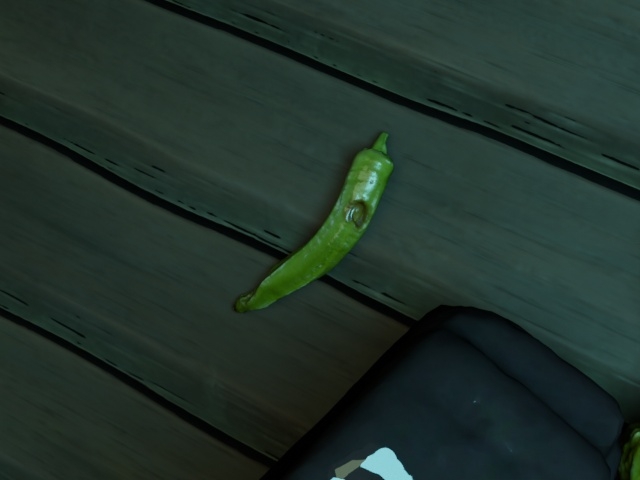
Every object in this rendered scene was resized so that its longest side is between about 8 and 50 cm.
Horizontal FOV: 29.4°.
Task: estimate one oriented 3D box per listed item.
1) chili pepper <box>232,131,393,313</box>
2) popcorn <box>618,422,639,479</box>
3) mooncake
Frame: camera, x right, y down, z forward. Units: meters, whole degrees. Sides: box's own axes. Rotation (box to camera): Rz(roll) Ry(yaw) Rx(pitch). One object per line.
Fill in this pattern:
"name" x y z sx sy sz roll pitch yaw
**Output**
"chili pepper" 0.000 0.001 1.029 0.049 0.043 0.208 41 105 3
"popcorn" 0.277 0.215 0.844 0.184 0.204 0.221 20 83 20
"mooncake" 0.046 0.213 0.836 0.212 0.381 0.350 38 116 5
